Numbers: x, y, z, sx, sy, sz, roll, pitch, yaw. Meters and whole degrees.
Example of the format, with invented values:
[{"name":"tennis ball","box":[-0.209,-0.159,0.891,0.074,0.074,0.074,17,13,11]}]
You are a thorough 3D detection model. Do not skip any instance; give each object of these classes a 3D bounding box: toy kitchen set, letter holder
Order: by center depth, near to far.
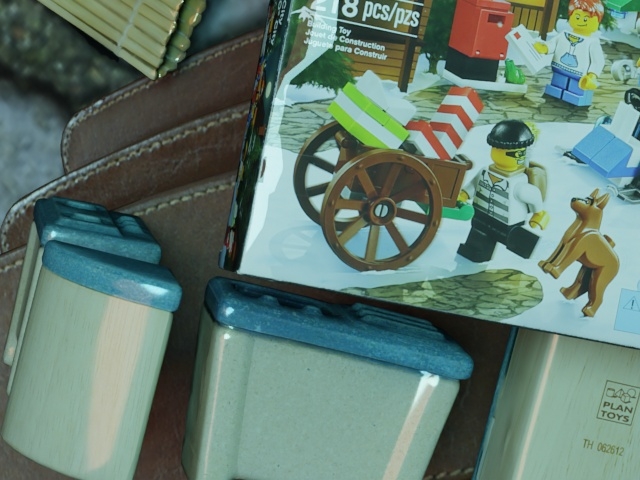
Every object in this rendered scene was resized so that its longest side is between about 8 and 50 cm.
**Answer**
[{"name":"toy kitchen set","box":[0.005,0.021,0.652,0.207,0.166,0.122,14,95,-12]},{"name":"letter holder","box":[0.000,0.000,0.768,0.302,0.152,0.214,-15,84,24]}]

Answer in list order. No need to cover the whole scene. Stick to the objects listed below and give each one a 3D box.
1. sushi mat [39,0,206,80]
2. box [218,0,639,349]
[{"name":"sushi mat","box":[-0.155,-0.216,0.887,0.316,0.019,0.151,35,107,24]},{"name":"box","box":[0.099,-0.047,0.555,0.233,0.044,0.159,10,91,-12]}]
